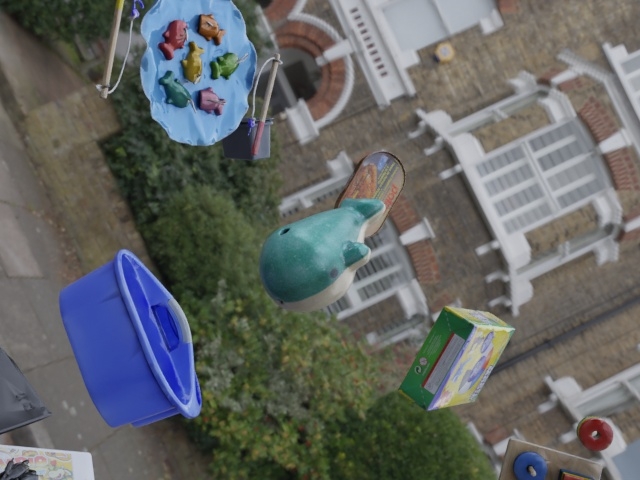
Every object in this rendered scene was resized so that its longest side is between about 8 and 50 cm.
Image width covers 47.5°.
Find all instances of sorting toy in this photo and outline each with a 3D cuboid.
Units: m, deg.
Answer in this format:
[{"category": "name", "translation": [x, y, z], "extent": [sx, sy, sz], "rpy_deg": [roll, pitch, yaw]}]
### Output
[{"category": "sorting toy", "translation": [0.314, 0.371, 1.017], "extent": [0.046, 0.132, 0.274], "rpy_deg": [21, 84, -82]}]

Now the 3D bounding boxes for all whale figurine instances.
[{"category": "whale figurine", "translation": [0.000, 0.000, 1.309], "extent": [0.216, 0.272, 0.141], "rpy_deg": [7, -41, 51]}]

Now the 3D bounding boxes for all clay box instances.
[{"category": "clay box", "translation": [0.197, 0.160, 0.995], "extent": [0.053, 0.127, 0.222], "rpy_deg": [32, 9, 30]}]

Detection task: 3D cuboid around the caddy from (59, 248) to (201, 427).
[{"category": "caddy", "translation": [-0.329, 0.183, 1.342], "extent": [0.241, 0.179, 0.341], "rpy_deg": [67, -3, -75]}]

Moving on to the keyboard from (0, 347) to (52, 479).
[{"category": "keyboard", "translation": [-0.410, 0.211, 0.761], "extent": [0.201, 0.033, 0.317], "rpy_deg": [48, 18, 15]}]

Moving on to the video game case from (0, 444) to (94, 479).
[{"category": "video game case", "translation": [-0.391, 0.341, 0.912], "extent": [0.227, 0.026, 0.206], "rpy_deg": [16, 25, -32]}]

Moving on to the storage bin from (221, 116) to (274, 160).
[{"category": "storage bin", "translation": [-0.166, -0.233, 1.656], "extent": [0.135, 0.098, 0.091], "rpy_deg": [12, -70, 44]}]

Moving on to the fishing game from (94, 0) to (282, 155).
[{"category": "fishing game", "translation": [-0.127, -0.199, 0.819], "extent": [0.264, 0.041, 0.189], "rpy_deg": [21, 80, -55]}]

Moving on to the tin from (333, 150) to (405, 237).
[{"category": "tin", "translation": [0.100, -0.093, 1.481], "extent": [0.106, 0.189, 0.040], "rpy_deg": [33, -9, -13]}]
